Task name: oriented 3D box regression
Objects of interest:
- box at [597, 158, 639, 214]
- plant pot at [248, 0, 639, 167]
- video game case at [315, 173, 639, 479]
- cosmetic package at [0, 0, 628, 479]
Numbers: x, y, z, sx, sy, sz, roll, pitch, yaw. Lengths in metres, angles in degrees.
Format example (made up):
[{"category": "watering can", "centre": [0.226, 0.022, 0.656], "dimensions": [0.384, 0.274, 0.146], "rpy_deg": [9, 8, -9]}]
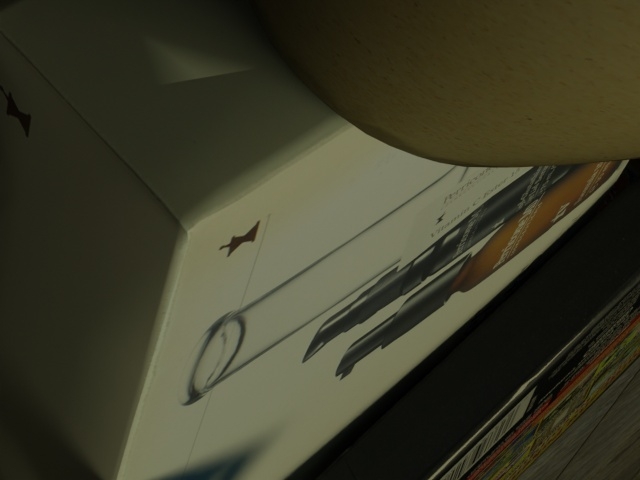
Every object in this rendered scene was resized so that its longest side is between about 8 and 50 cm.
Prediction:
[{"category": "box", "centre": [0.259, -0.101, 1.002], "dimensions": [0.257, 0.122, 0.128], "rpy_deg": [-41, 164, -13]}, {"category": "plant pot", "centre": [0.086, -0.122, 0.396], "dimensions": [0.256, 0.256, 0.274], "rpy_deg": [-34, 176, -30]}, {"category": "video game case", "centre": [0.091, 0.071, 0.858], "dimensions": [0.275, 0.035, 0.248], "rpy_deg": [-42, 165, -15]}, {"category": "cosmetic package", "centre": [0.000, 0.000, 0.691], "dimensions": [0.284, 0.097, 0.377], "rpy_deg": [-32, 160, -29]}]
